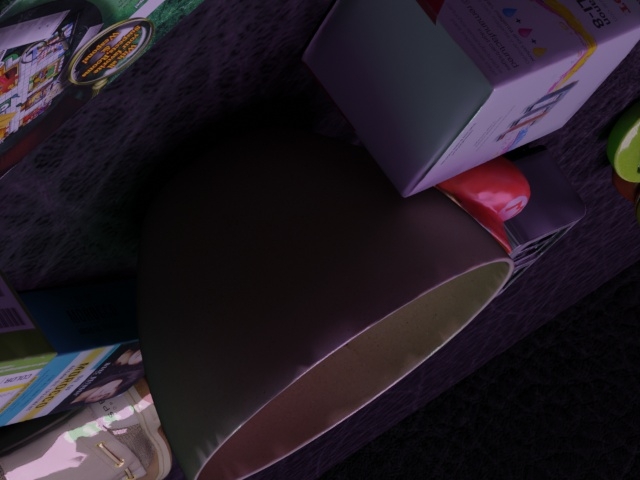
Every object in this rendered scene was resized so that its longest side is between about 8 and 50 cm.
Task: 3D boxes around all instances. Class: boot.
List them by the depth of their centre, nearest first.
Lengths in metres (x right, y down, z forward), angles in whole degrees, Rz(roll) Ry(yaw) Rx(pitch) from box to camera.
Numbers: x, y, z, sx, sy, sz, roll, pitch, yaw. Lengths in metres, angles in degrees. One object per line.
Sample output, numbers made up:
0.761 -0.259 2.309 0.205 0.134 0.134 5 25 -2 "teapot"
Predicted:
-0.245 0.213 1.323 0.203 0.095 0.262 -32 163 -17 "boot"

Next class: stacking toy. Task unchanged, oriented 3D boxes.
0.489 -0.174 1.863 0.309 0.130 0.279 -42 139 11 "stacking toy"

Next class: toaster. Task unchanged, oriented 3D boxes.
0.182 -0.010 1.567 0.186 0.110 0.168 -20 158 -46 "toaster"

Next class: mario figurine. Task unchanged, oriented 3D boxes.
0.049 0.034 1.257 0.320 0.170 0.198 -30 -154 7 "mario figurine"

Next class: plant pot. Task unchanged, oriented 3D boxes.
-0.025 0.026 1.045 0.284 0.191 0.284 -33 165 -10 "plant pot"

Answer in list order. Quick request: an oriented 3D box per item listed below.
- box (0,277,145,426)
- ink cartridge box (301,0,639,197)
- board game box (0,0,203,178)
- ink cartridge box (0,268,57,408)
-0.210 0.088 1.078 0.100 0.060 0.244 -42 164 23 "box"
0.107 -0.136 0.962 0.176 0.128 0.127 -25 162 -39 "ink cartridge box"
-0.128 -0.111 0.706 0.260 0.030 0.136 -39 163 12 "board game box"
-0.316 0.116 0.856 0.255 0.097 0.189 -43 164 21 "ink cartridge box"
